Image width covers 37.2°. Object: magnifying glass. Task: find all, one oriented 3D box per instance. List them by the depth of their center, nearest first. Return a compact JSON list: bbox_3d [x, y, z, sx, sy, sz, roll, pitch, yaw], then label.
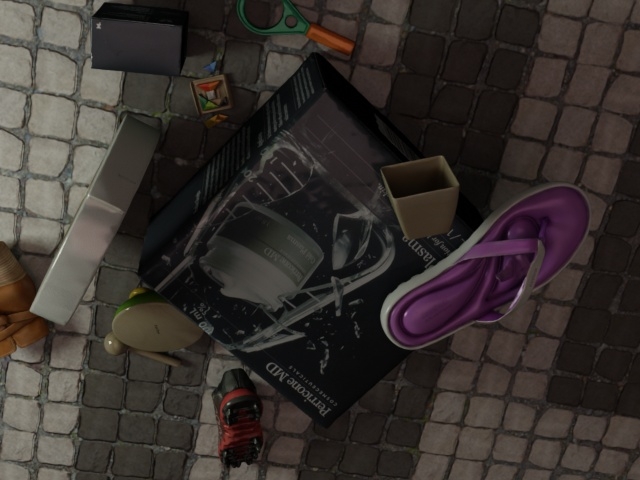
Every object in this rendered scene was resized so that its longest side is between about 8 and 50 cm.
[{"bbox_3d":[-0.045,-0.400,1.756,0.230,0.026,0.092,22,109,-13],"label":"magnifying glass"}]

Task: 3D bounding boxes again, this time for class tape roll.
[{"bbox_3d":[-0.398,-0.037,1.682,0.072,0.392,0.392,27,108,-13],"label":"tape roll"}]

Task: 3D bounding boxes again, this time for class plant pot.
[{"bbox_3d":[0.166,-0.064,1.562,0.109,0.109,0.096,-12,123,-2],"label":"plant pot"}]

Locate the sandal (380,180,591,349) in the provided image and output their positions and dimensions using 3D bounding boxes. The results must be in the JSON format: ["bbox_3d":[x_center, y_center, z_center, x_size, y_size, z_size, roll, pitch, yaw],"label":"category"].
[{"bbox_3d":[0.295,0.066,1.622,0.416,0.102,0.169,-38,112,9],"label":"sandal"}]

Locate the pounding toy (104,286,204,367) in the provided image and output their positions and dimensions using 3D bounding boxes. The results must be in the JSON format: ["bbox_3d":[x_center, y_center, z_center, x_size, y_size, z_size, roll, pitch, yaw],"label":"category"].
[{"bbox_3d":[-0.333,0.147,1.933,0.182,0.110,0.237,12,141,-21],"label":"pounding toy"}]

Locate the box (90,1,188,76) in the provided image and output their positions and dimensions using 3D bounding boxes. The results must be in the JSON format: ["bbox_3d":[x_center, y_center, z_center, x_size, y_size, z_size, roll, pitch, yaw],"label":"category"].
[{"bbox_3d":[-0.317,-0.356,1.681,0.155,0.158,0.093,5,112,-6],"label":"box"}]

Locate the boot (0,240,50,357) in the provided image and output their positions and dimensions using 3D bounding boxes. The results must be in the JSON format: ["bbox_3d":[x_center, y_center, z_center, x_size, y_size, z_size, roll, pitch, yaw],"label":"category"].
[{"bbox_3d":[-0.700,0.140,1.898,0.283,0.109,0.220,-22,116,-3],"label":"boot"}]

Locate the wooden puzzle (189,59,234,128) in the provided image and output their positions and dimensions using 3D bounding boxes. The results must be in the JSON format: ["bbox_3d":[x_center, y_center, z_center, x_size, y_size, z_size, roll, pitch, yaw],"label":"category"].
[{"bbox_3d":[-0.204,-0.275,1.801,0.078,0.014,0.116,-19,112,3],"label":"wooden puzzle"}]

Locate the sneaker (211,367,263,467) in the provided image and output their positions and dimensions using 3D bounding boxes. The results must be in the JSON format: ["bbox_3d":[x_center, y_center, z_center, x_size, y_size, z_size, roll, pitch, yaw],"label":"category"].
[{"bbox_3d":[-0.178,0.375,2.028,0.097,0.135,0.276,-8,137,-14],"label":"sneaker"}]

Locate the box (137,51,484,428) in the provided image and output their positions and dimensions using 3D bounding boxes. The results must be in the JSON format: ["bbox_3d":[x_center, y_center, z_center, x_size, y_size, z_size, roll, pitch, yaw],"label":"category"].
[{"bbox_3d":[0.000,0.000,1.783,0.480,0.297,0.472,41,106,-18],"label":"box"}]
